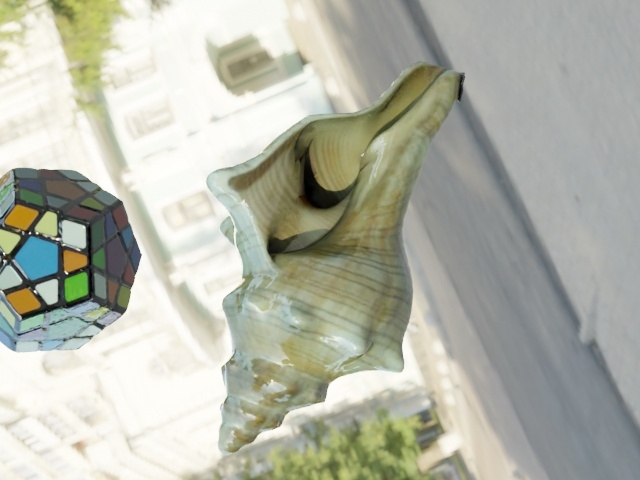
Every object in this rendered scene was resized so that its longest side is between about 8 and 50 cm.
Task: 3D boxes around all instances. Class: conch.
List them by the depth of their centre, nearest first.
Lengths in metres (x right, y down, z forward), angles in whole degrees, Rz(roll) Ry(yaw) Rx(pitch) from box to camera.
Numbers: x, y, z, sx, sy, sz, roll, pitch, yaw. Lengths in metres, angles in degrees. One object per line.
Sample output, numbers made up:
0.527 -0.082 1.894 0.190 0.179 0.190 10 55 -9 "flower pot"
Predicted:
-0.011 0.006 0.612 0.114 0.137 0.234 -30 50 60 "conch"

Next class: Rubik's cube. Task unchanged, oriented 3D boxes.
-0.191 0.013 0.751 0.112 0.133 0.133 177 70 -83 "Rubik's cube"
